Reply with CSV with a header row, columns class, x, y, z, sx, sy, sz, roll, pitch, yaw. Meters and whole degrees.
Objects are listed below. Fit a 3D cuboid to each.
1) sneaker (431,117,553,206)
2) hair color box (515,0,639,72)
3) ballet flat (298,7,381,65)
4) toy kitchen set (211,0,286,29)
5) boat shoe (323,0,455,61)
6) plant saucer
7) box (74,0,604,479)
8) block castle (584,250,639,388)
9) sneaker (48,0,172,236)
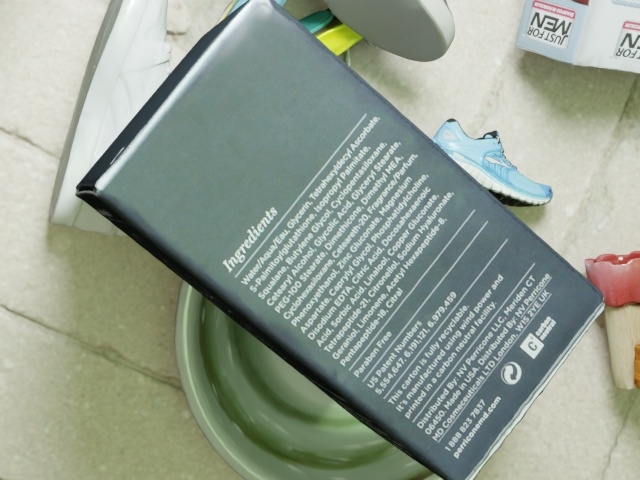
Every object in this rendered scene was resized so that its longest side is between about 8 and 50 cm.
class,x,y,z,sx,sy,sz,roll,pitch,yaw
sneaker,0.200,-0.089,1.329,0.162,0.063,0.073,25,84,-15
hair color box,0.355,-0.372,1.257,0.185,0.113,0.374,2,108,-30
ballet flat,0.030,-0.231,1.278,0.231,0.077,0.077,-34,122,-8
toy kitchen set,-0.112,-0.309,1.172,0.207,0.122,0.166,38,57,-13
boat shoe,0.034,-0.339,1.163,0.340,0.127,0.158,40,64,-29
plant saucer,0.034,0.092,1.276,0.400,0.100,0.400,-1,93,-15
box,0.000,0.000,1.060,0.395,0.293,0.212,40,83,-14
block castle,0.558,0.041,1.307,0.453,0.303,0.213,-9,95,-15
sneaker,-0.164,-0.138,1.215,0.169,0.108,0.292,15,98,-18
